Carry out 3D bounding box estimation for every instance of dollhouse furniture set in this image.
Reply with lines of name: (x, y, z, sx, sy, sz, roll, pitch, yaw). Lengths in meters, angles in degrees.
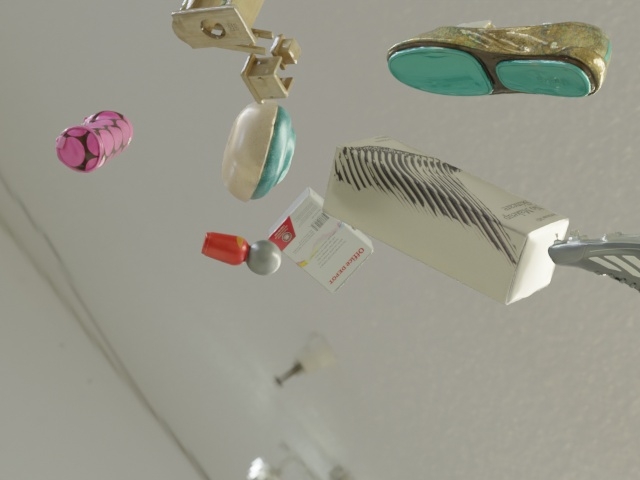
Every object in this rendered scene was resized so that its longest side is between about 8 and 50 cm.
dollhouse furniture set: (-0.087, -0.292, 1.573, 0.101, 0.182, 0.161, 0, -38, 29)

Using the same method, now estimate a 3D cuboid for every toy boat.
toy boat: (-0.116, -0.100, 2.328, 0.148, 0.318, 0.267, 14, -5, -8)

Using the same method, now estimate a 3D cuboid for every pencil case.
pencil case: (-0.410, -0.180, 2.245, 0.098, 0.095, 0.209, 31, 13, -2)

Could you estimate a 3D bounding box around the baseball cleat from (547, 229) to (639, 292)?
baseball cleat: (0.334, 0.039, 1.289, 0.206, 0.072, 0.109, -3, -88, 34)

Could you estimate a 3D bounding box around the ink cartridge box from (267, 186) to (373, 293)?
ink cartridge box: (0.000, 0.000, 2.489, 0.175, 0.127, 0.072, 41, 10, -11)

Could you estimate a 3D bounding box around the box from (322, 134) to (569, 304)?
box: (0.143, -0.030, 1.475, 0.275, 0.113, 0.094, 27, -64, 29)

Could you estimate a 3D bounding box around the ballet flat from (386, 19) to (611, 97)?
ballet flat: (0.265, -0.274, 1.830, 0.349, 0.123, 0.123, 8, -51, 36)
